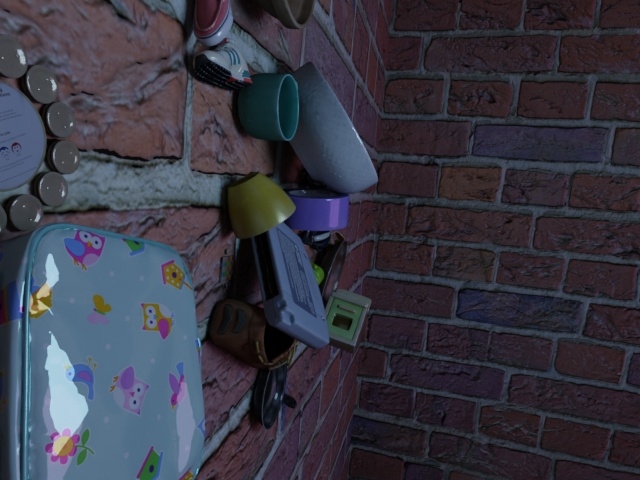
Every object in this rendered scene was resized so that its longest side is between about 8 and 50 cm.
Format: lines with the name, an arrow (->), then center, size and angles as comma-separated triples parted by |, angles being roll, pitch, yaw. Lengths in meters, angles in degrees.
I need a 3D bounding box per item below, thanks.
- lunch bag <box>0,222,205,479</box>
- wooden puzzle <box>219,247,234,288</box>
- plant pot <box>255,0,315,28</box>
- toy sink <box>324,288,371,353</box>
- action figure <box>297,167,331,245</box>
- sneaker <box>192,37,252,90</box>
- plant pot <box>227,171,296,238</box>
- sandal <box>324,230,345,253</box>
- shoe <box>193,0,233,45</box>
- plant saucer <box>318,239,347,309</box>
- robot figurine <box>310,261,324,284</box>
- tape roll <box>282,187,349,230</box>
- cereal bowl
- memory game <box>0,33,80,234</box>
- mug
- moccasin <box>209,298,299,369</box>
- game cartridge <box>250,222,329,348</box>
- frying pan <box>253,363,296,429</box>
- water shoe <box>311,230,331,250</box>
lunch bag -> -0.225, 0.124, 0.417 | 0.224, 0.108, 0.279 | 19, 58, -64
wooden puzzle -> -0.189, 0.057, 0.865 | 0.049, 0.006, 0.083 | -10, 106, -75
plant pot -> -0.087, -0.527, 0.802 | 0.237, 0.110, 0.237 | 5, 90, -76
toy sink -> 0.095, 0.285, 1.630 | 0.131, 0.153, 0.234 | 85, 26, -61
action figure -> 0.001, -0.118, 1.282 | 0.164, 0.141, 0.275 | 20, 80, -74
sneaker -> -0.169, -0.304, 0.717 | 0.161, 0.057, 0.075 | -27, 106, -72
plant pot -> -0.129, -0.078, 0.841 | 0.095, 0.134, 0.134 | 64, 26, -20
sandal -> 0.056, 0.002, 1.674 | 0.240, 0.079, 0.088 | 61, 37, -67
shoe -> -0.170, -0.388, 0.640 | 0.081, 0.064, 0.177 | 56, 37, -67
plant saucer -> 0.030, 0.142, 1.610 | 0.310, 0.050, 0.310 | 16, 90, -79
robot figurine -> -0.027, 0.122, 1.418 | 0.115, 0.067, 0.101 | -42, 147, -69
tape roll -> -0.021, -0.083, 1.101 | 0.189, 0.189, 0.080 | -40, 135, -70
cereal bowl -> 0.002, -0.252, 1.060 | 0.338, 0.141, 0.339 | 58, 5, -9
memory game -> -0.291, -0.091, 0.380 | 0.186, 0.012, 0.186 | 7, 90, -76
mug -> -0.105, -0.270, 0.870 | 0.158, 0.098, 0.129 | -43, 137, -70
moccasin -> -0.108, 0.217, 0.969 | 0.380, 0.147, 0.139 | 70, 29, -61
game cartridge -> -0.067, 0.083, 0.930 | 0.198, 0.062, 0.297 | 51, 17, -50
frying pan -> -0.119, 0.411, 1.214 | 0.326, 0.053, 0.197 | 34, 63, -77
water shoe -> 0.000, 0.000, 1.464 | 0.203, 0.073, 0.080 | -29, 126, -73
